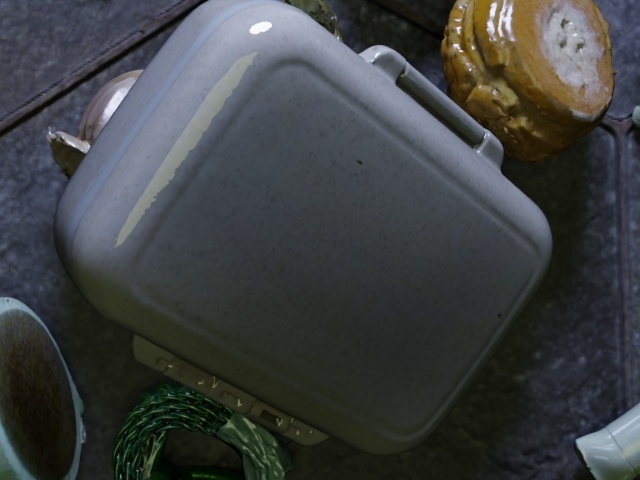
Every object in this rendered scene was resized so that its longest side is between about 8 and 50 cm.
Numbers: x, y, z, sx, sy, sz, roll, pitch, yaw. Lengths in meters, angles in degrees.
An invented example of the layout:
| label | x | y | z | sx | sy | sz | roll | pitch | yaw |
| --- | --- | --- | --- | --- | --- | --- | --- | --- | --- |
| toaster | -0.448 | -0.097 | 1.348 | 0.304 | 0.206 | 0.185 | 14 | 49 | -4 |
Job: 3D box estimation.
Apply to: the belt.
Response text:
| label | x | y | z | sx | sy | sz | roll | pitch | yaw |
| --- | --- | --- | --- | --- | --- | --- | --- | --- | --- |
| belt | -0.098 | 0.184 | 1.045 | 0.151 | 0.079 | 0.121 | 21 | 93 | -6 |

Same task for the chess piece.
| label | x | y | z | sx | sy | sz | roll | pitch | yaw |
| --- | --- | --- | --- | --- | --- | --- | --- | --- | --- |
| chess piece | -0.356 | 0.159 | 1.004 | 0.298 | 0.176 | 0.176 | -15 | 96 | 11 |

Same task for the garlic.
| label | x | y | z | sx | sy | sz | roll | pitch | yaw |
| --- | --- | --- | --- | --- | --- | --- | --- | --- | --- |
| garlic | -0.128 | -0.094 | 1.012 | 0.131 | 0.127 | 0.194 | 22 | 61 | 16 |

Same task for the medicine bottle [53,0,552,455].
| label | x | y | z | sx | sy | sz | roll | pitch | yaw |
| --- | --- | --- | --- | --- | --- | --- | --- | --- | --- |
| medicine bottle | 0.000 | 0.000 | 0.942 | 0.375 | 0.123 | 0.282 | 34 | 94 | -37 |

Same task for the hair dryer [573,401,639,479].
| label | x | y | z | sx | sy | sz | roll | pitch | yaw |
| --- | --- | --- | --- | --- | --- | --- | --- | --- | --- |
| hair dryer | 0.366 | 0.204 | 1.099 | 0.206 | 0.075 | 0.237 | -38 | 104 | 7 |

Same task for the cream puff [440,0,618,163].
| label | x | y | z | sx | sy | sz | roll | pitch | yaw |
| --- | --- | --- | --- | --- | --- | --- | --- | --- | --- |
| cream puff | 0.162 | -0.139 | 1.013 | 0.150 | 0.115 | 0.165 | 38 | 55 | -20 |

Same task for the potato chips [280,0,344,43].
| label | x | y | z | sx | sy | sz | roll | pitch | yaw |
| --- | --- | --- | --- | --- | --- | --- | --- | --- | --- |
| potato chips | -0.056 | -0.161 | 0.995 | 0.202 | 0.029 | 0.220 | -5 | 83 | -39 |

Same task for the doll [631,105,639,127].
| label | x | y | z | sx | sy | sz | roll | pitch | yaw |
| --- | --- | --- | --- | --- | --- | --- | --- | --- | --- |
| doll | 0.306 | -0.081 | 1.054 | 0.050 | 0.076 | 0.083 | -28 | 101 | -1 |
